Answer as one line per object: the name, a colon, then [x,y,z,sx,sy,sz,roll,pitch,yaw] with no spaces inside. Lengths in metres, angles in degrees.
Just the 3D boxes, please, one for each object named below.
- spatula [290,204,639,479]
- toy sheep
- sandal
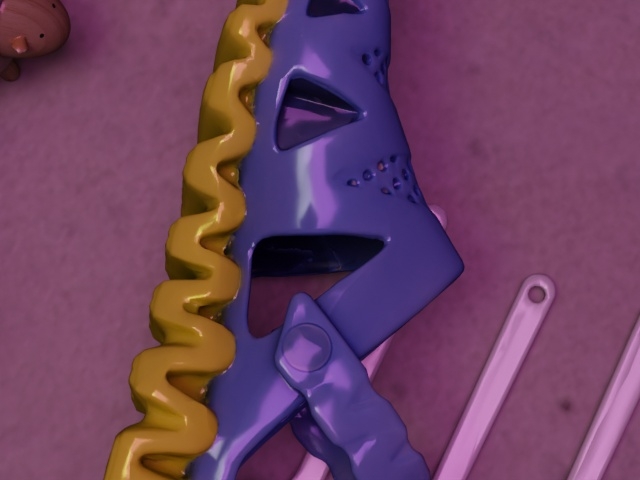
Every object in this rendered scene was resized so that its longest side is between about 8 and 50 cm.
spatula: [0.057,0.112,0.664,0.168,0.019,0.242,25,83,4]
toy sheep: [-0.182,-0.115,0.660,0.132,0.091,0.091,12,82,2]
sandal: [0.000,0.000,0.628,0.138,0.126,0.317,12,83,-1]
